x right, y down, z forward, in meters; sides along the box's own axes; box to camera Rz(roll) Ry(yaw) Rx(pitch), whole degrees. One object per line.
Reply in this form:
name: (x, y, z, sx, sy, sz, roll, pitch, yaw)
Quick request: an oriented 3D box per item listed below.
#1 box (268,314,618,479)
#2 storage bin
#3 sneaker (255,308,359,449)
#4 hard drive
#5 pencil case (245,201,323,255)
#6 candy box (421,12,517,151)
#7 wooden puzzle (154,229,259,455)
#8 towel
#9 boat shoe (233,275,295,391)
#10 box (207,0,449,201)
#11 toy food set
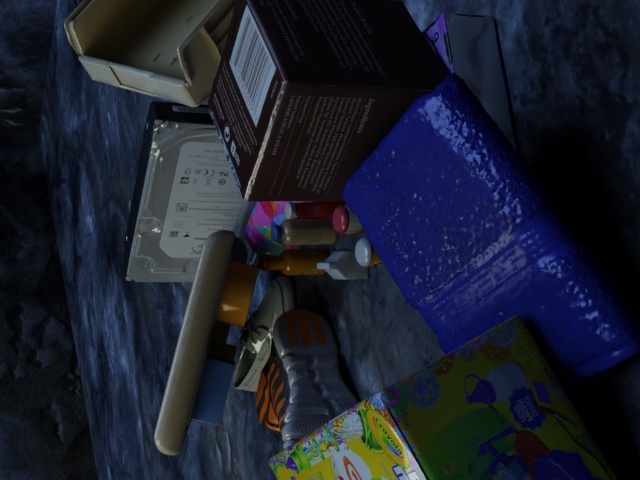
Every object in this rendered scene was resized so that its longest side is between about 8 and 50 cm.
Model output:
box: (0.131, 0.271, 0.939, 0.290, 0.177, 0.279, 61, 149, 10)
storage bin: (-0.232, -0.361, 1.578, 0.262, 0.260, 0.123, 19, 152, 34)
sneaker: (-0.018, 0.275, 1.459, 0.180, 0.124, 0.321, 110, 159, -46)
hard drive: (-0.192, -0.070, 1.644, 0.064, 0.236, 0.339, -112, 32, -44)
pencil case: (-0.040, -0.069, 1.487, 0.236, 0.104, 0.104, 117, 143, -48)
candy box: (0.133, -0.141, 1.136, 0.196, 0.070, 0.165, 146, 119, -61)
wooden puzzle: (-0.156, 0.151, 1.514, 0.348, 0.080, 0.322, 81, -156, -88)
towel: (0.164, 0.015, 0.965, 0.308, 0.076, 0.228, 56, 143, 10)
boat shoe: (-0.097, 0.165, 1.646, 0.083, 0.075, 0.226, -132, 46, -54)
box: (0.006, -0.156, 1.082, 0.167, 0.203, 0.168, 113, 146, -41)
toy food set: (0.000, 0.000, 1.391, 0.232, 0.104, 0.111, 179, 90, -65)
